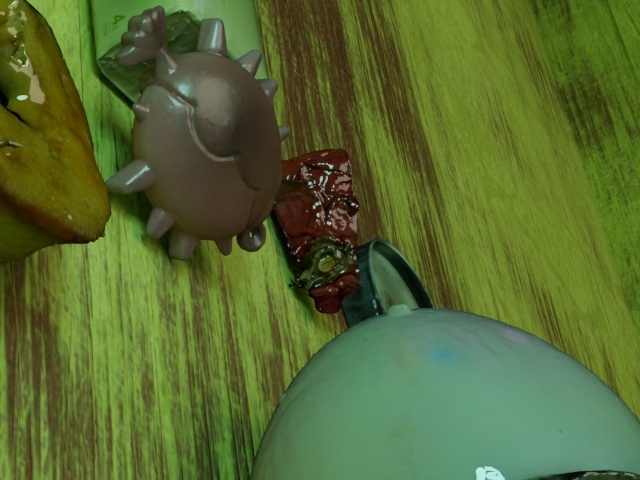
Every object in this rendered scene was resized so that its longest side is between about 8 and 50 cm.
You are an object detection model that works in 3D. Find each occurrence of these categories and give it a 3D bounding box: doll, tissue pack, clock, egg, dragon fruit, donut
[{"bbox_3d":[-0.108,-0.095,1.480,0.211,0.093,0.262,-55,130,-27],"label":"doll"},{"bbox_3d":[-0.146,-0.239,1.616,0.159,0.125,0.234,46,25,-44],"label":"tissue pack"},{"bbox_3d":[0.096,0.104,1.939,0.226,0.049,0.226,51,22,-30],"label":"clock"},{"bbox_3d":[0.094,0.213,1.354,0.354,0.354,0.340,47,8,-41],"label":"egg"},{"bbox_3d":[-0.017,-0.002,1.783,0.092,0.122,0.192,3,57,-24],"label":"dragon fruit"},{"bbox_3d":[-0.246,-0.097,1.170,0.253,0.118,0.253,49,23,-30],"label":"donut"}]
